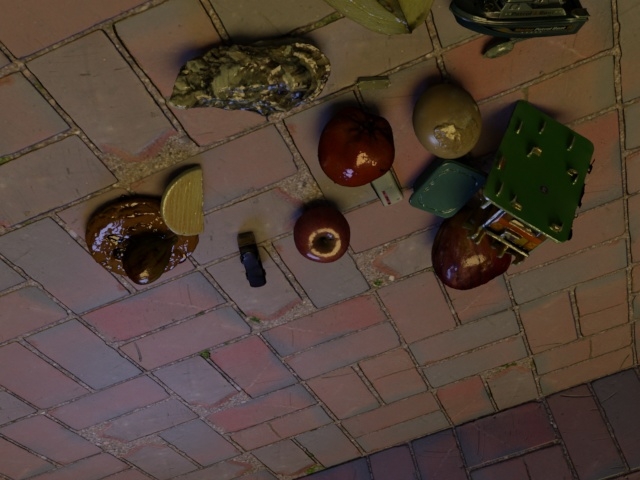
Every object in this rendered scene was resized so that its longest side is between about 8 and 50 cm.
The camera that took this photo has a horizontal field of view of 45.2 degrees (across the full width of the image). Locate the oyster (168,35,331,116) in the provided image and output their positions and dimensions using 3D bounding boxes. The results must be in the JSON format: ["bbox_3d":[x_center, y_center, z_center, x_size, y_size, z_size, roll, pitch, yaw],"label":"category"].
[{"bbox_3d":[-0.153,-0.331,1.608,0.350,0.158,0.162,-15,109,-19],"label":"oyster"}]

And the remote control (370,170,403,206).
[{"bbox_3d":[0.167,-0.144,2.014,0.065,0.029,0.166,-23,141,10],"label":"remote control"}]

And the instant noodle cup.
[{"bbox_3d":[0.328,-0.151,2.022,0.157,0.070,0.179,16,134,-30],"label":"instant noodle cup"}]

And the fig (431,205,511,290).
[{"bbox_3d":[0.417,0.027,2.159,0.223,0.224,0.263,-20,149,8],"label":"fig"}]

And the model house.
[{"bbox_3d":[0.478,-0.124,1.939,0.242,0.358,0.313,30,150,-8],"label":"model house"}]

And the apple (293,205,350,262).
[{"bbox_3d":[0.003,-0.018,2.035,0.153,0.120,0.154,0,112,0],"label":"apple"}]

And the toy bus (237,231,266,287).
[{"bbox_3d":[-0.189,0.055,2.119,0.057,0.072,0.172,-13,140,-2],"label":"toy bus"}]

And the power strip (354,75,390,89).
[{"bbox_3d":[0.118,-0.357,1.746,0.083,0.017,0.027,-4,140,-12],"label":"power strip"}]

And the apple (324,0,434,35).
[{"bbox_3d":[0.106,-0.501,1.413,0.254,0.179,0.346,-29,163,10],"label":"apple"}]

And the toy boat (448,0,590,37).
[{"bbox_3d":[0.407,-0.486,1.596,0.296,0.114,0.122,-4,147,-13],"label":"toy boat"}]

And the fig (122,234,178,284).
[{"bbox_3d":[-0.413,0.040,1.898,0.154,0.109,0.103,-31,180,-13],"label":"fig"}]

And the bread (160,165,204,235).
[{"bbox_3d":[-0.342,-0.088,1.878,0.112,0.036,0.193,-20,131,-29],"label":"bread"}]

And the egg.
[{"bbox_3d":[0.295,-0.273,1.788,0.164,0.164,0.201,-23,145,12],"label":"egg"}]

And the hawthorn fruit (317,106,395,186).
[{"bbox_3d":[0.074,-0.204,1.797,0.185,0.185,0.202,10,140,-27],"label":"hawthorn fruit"}]

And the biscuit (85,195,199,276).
[{"bbox_3d":[-0.456,0.003,1.973,0.295,0.075,0.296,-8,142,-7],"label":"biscuit"}]

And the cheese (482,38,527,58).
[{"bbox_3d":[0.413,-0.433,1.709,0.120,0.026,0.067,-22,173,40],"label":"cheese"}]
